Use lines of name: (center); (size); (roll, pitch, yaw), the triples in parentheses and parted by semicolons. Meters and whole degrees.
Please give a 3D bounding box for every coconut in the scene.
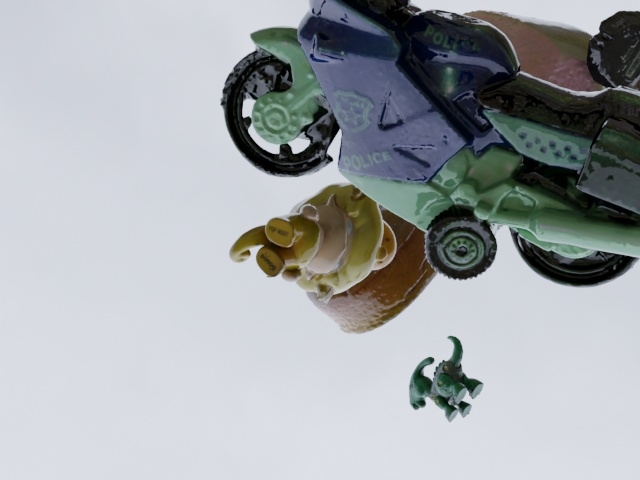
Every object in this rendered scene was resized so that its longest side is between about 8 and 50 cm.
coconut: (0.234, -0.155, 1.313); (0.245, 0.233, 0.233); (-4, -136, -47)

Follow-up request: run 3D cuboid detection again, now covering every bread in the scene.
bread: (0.094, 0.031, 1.811); (0.270, 0.195, 0.143); (-46, -69, -27)

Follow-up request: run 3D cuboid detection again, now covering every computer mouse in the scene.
computer mouse: (0.364, -0.202, 1.231); (0.172, 0.099, 0.057); (23, -159, -26)

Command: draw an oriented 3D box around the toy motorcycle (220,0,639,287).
toy motorcycle: (0.093, -0.090, 0.748); (0.331, 0.196, 0.125); (22, -153, 11)

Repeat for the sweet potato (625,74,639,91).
sweet potato: (0.323, -0.123, 1.024); (0.079, 0.346, 0.108); (35, -112, -10)

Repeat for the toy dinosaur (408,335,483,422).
toy dinosaur: (0.169, 0.193, 1.513); (0.059, 0.132, 0.096); (-6, -147, -47)

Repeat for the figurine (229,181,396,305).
figurine: (0.000, 0.000, 1.269); (0.131, 0.156, 0.246); (24, -170, 24)
